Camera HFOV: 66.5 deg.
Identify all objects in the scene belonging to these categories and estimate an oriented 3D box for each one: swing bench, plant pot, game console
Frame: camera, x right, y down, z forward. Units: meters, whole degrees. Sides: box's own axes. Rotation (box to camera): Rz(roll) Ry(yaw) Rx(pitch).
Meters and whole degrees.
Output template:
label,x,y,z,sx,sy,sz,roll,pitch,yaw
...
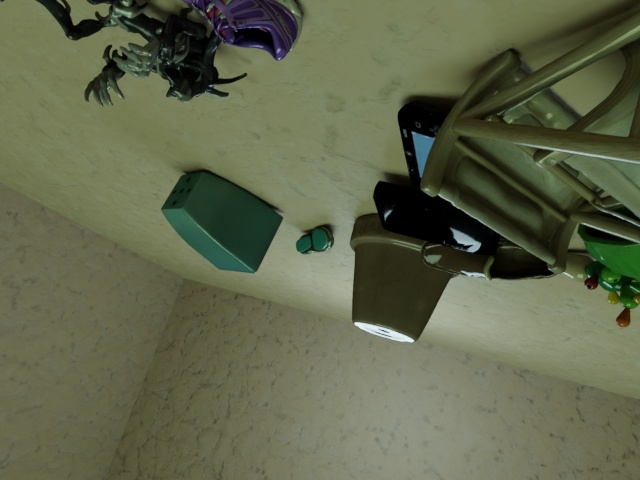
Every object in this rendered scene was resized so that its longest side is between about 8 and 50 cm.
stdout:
label,x,y,z,sx,sy,sz,roll,pitch,yaw
swing bench,0.290,-0.077,0.495,0.253,0.165,0.255,26,168,-28
plant pot,0.171,0.096,1.090,0.263,0.229,0.263,17,163,5
game console,0.173,-0.084,0.753,0.213,0.044,0.361,15,159,23
plant pot,-0.249,-0.052,1.186,0.166,0.165,0.234,2,150,45

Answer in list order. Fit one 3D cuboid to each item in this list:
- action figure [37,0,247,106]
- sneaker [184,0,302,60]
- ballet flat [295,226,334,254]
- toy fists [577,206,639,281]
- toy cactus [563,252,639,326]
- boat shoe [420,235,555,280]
label,x,y,z,sx,sy,sz,roll,pitch,yaw
action figure,-0.226,-0.230,0.579,0.276,0.140,0.164,29,150,-29
sneaker,-0.102,-0.245,0.508,0.170,0.071,0.068,21,164,-10
ballet flat,0.000,0.000,1.287,0.070,0.070,0.188,25,165,-24
toy fists,0.508,0.006,0.659,0.142,0.096,0.279,39,157,-33
toy cactus,0.508,0.074,0.877,0.219,0.112,0.180,4,-165,-44
boat shoe,0.306,0.029,0.897,0.258,0.095,0.095,-2,-160,25
